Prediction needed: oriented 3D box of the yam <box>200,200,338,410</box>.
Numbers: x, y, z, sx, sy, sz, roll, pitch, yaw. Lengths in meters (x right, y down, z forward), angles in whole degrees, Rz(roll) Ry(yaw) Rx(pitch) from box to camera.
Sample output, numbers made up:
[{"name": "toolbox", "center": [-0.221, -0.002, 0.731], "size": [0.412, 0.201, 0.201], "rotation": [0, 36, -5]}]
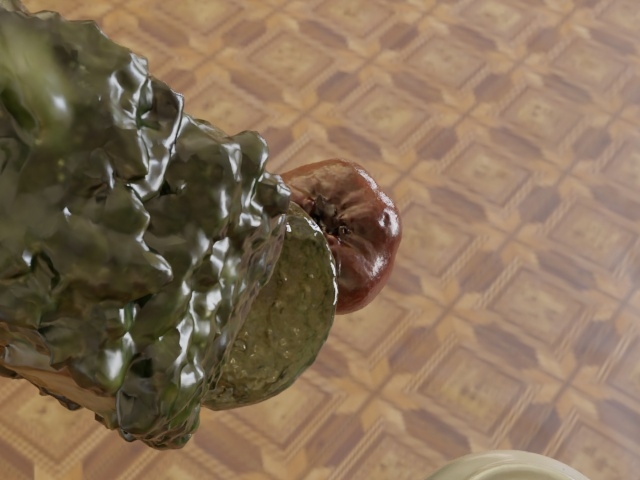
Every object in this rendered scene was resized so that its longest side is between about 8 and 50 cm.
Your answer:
[{"name": "yam", "center": [-0.104, 0.032, 1.086], "size": [0.195, 0.195, 0.300], "rotation": [0, 6, -13]}]

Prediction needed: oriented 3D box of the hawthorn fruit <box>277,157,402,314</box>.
[{"name": "hawthorn fruit", "center": [0.000, 0.000, 1.419], "size": [0.185, 0.202, 0.185], "rotation": [0, 80, -2]}]

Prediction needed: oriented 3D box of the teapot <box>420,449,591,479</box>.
[{"name": "teapot", "center": [0.138, 0.279, 0.977], "size": [0.208, 0.166, 0.300], "rotation": [42, 64, 12]}]

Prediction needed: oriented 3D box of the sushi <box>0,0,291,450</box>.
[{"name": "sushi", "center": [-0.196, -0.033, 0.668], "size": [0.352, 0.294, 0.178], "rotation": [24, 77, -2]}]
